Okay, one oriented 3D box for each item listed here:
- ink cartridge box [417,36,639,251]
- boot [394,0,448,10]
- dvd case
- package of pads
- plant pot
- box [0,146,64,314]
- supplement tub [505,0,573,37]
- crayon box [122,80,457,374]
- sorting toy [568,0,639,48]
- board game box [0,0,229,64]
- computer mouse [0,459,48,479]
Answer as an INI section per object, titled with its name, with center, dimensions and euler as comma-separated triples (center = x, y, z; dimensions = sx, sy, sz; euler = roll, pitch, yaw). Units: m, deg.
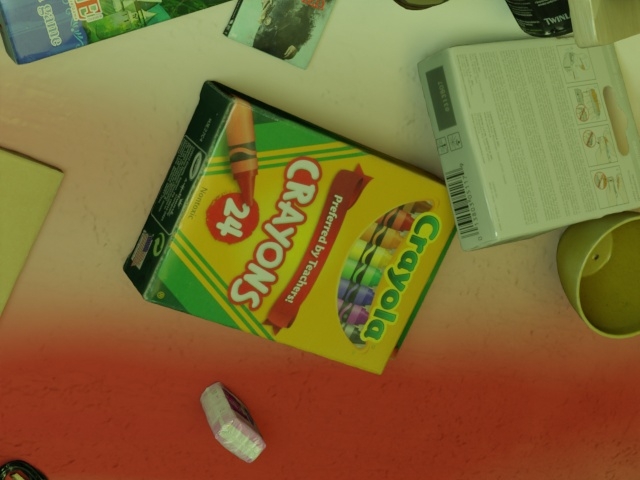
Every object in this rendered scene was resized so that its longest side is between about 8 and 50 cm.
[ink cartridge box]
center = 0.213, -0.101, 1.333
dimensions = 0.232, 0.066, 0.189
euler = -11, 86, -41
[boot]
center = 0.065, -0.352, 1.190
dimensions = 0.112, 0.115, 0.305
euler = -5, 95, -4
[dvd case]
center = -0.027, -0.225, 1.238
dimensions = 0.087, 0.013, 0.119
euler = 20, 99, -29
[package of pads]
center = -0.087, 0.177, 1.327
dimensions = 0.032, 0.083, 0.050
euler = -42, 117, 2
[plant pot]
center = 0.301, 0.023, 1.429
dimensions = 0.134, 0.095, 0.134
euler = -9, 113, -21
[box]
center = -0.345, -0.020, 1.174
dimensions = 0.201, 0.021, 0.164
euler = 21, 101, -29
[supplement tub]
center = 0.197, -0.292, 1.250
dimensions = 0.117, 0.117, 0.190
euler = -37, 120, -6
[crayon box]
center = 0.000, 0.000, 1.298
dimensions = 0.318, 0.081, 0.202
euler = 19, 101, -29
[sorting toy]
center = 0.317, -0.325, 1.221
dimensions = 0.255, 0.089, 0.257
euler = -22, 106, -42
[board game box]
center = -0.145, -0.340, 1.103
dimensions = 0.318, 0.066, 0.319
euler = -21, 114, -15
[computer mouse]
center = -0.227, 0.295, 1.337
dimensions = 0.071, 0.041, 0.242
euler = -47, 120, 0
